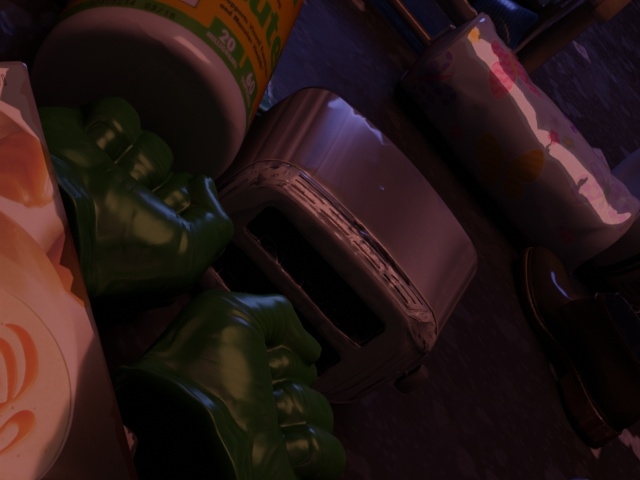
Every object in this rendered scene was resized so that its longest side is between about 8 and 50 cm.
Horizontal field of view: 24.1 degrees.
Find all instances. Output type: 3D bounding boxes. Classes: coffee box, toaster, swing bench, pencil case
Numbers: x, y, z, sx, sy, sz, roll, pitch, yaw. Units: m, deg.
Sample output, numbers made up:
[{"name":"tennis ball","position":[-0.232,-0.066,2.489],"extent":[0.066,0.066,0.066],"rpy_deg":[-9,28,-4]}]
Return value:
[{"name":"coffee box","position":[-0.159,0.065,0.570],"extent":[0.141,0.098,0.247],"rpy_deg":[-11,80,-41]},{"name":"toaster","position":[0.000,0.000,1.005],"extent":[0.227,0.129,0.146],"rpy_deg":[49,27,-12]},{"name":"swing bench","position":[0.192,-0.316,1.593],"extent":[0.253,0.254,0.165],"rpy_deg":[49,25,-8]},{"name":"pencil case","position":[0.200,-0.096,1.485],"extent":[0.273,0.113,0.124],"rpy_deg":[49,35,-6]}]

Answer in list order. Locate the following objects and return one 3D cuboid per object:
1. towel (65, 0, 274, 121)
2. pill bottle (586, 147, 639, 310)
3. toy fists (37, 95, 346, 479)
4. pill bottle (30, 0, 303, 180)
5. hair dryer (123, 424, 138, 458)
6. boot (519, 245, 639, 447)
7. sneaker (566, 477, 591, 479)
[{"name":"towel","position":[-0.133,-0.257,1.216],"extent":[0.271,0.040,0.370],"rpy_deg":[39,28,-28]},{"name":"pill bottle","position":[0.444,0.055,1.621],"extent":[0.334,0.188,0.188],"rpy_deg":[46,26,-15]},{"name":"toy fists","position":[-0.085,0.040,0.846],"extent":[0.279,0.096,0.142],"rpy_deg":[56,24,9]},{"name":"pill bottle","position":[-0.086,-0.156,0.989],"extent":[0.136,0.136,0.246],"rpy_deg":[42,41,-22]},{"name":"hair dryer","position":[-0.194,0.066,0.643],"extent":[0.293,0.080,0.224],"rpy_deg":[44,27,-17]},{"name":"boot","position":[0.259,0.074,1.376],"extent":[0.082,0.106,0.219],"rpy_deg":[27,36,-43]},{"name":"sneaker","position":[0.212,0.243,1.141],"extent":[0.059,0.053,0.144],"rpy_deg":[21,38,-45]}]
